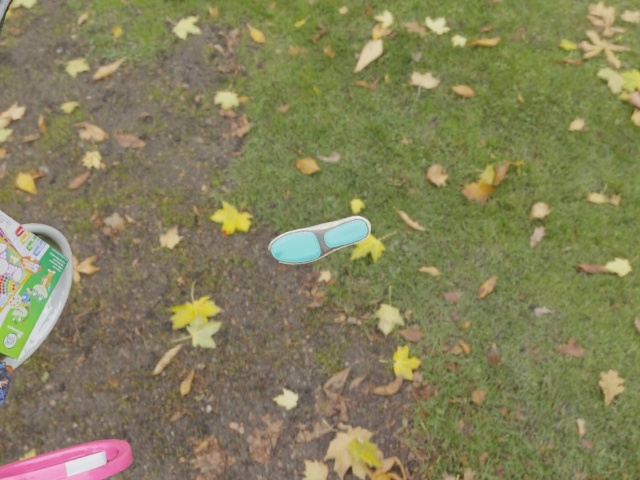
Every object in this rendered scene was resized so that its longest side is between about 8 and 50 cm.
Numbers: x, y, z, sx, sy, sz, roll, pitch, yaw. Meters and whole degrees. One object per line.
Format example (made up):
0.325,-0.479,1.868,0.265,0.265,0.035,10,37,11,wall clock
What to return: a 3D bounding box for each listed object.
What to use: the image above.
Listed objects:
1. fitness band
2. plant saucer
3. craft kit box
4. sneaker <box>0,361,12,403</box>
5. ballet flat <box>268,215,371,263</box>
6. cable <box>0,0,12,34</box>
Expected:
-0.526,0.459,1.251,0.290,0.209,0.054,-6,83,-31,fitness band
-0.748,0.134,1.448,0.100,0.400,0.400,22,49,12,plant saucer
-0.663,0.089,1.282,0.061,0.250,0.247,13,68,23,craft kit box
-0.686,0.300,1.295,0.083,0.221,0.087,-5,75,-11,sneaker
0.000,0.000,1.011,0.168,0.057,0.052,-13,9,-1,ballet flat
-0.366,-0.269,0.687,0.287,0.139,0.072,-41,23,-9,cable
